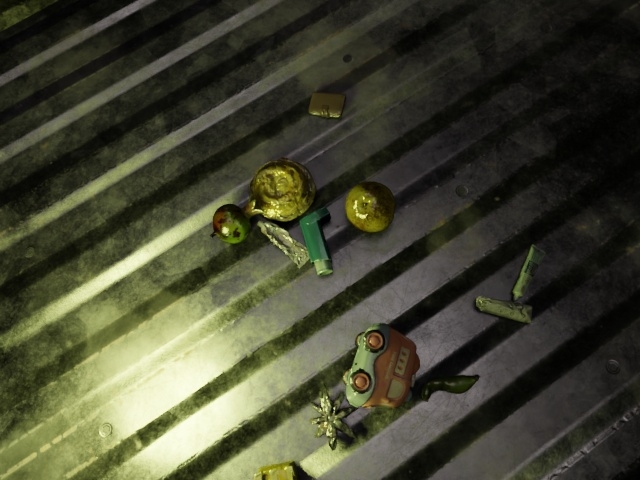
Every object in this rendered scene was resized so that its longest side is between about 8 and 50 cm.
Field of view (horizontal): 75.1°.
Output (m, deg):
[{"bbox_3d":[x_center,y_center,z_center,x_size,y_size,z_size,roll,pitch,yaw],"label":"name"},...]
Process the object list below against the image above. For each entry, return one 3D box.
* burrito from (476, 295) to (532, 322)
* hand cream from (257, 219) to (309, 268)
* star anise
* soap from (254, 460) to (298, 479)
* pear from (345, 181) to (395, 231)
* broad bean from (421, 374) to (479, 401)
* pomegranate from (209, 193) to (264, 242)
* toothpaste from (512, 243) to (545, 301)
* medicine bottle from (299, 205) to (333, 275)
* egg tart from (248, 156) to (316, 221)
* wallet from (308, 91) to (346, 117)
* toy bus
[{"bbox_3d":[0.655,0.241,1.479,0.202,0.064,0.064,13,74,7],"label":"burrito"},{"bbox_3d":[-0.147,0.000,1.628,0.257,0.050,0.084,40,77,12],"label":"hand cream"},{"bbox_3d":[0.044,0.601,1.412,0.180,0.061,0.205,9,73,7],"label":"star anise"},{"bbox_3d":[-0.129,0.851,1.340,0.134,0.076,0.234,-12,73,0],"label":"soap"},{"bbox_3d":[0.190,-0.131,1.569,0.197,0.197,0.198,-1,72,4],"label":"pear"},{"bbox_3d":[0.443,0.493,1.421,0.213,0.048,0.071,-16,72,0],"label":"broad bean"},{"bbox_3d":[-0.321,-0.085,1.601,0.220,0.156,0.156,-43,72,17],"label":"pomegranate"},{"bbox_3d":[0.756,0.122,1.521,0.060,0.038,0.234,30,74,9],"label":"toothpaste"},{"bbox_3d":[0.000,0.000,1.597,0.124,0.079,0.259,-13,72,-3],"label":"medicine bottle"},{"bbox_3d":[-0.157,-0.212,1.670,0.278,0.095,0.280,-1,73,3],"label":"egg tart"},{"bbox_3d":[0.029,-0.588,1.803,0.152,0.039,0.118,12,72,12],"label":"wallet"},{"bbox_3d":[0.210,0.431,1.399,0.231,0.194,0.288,20,74,-2],"label":"toy bus"}]
